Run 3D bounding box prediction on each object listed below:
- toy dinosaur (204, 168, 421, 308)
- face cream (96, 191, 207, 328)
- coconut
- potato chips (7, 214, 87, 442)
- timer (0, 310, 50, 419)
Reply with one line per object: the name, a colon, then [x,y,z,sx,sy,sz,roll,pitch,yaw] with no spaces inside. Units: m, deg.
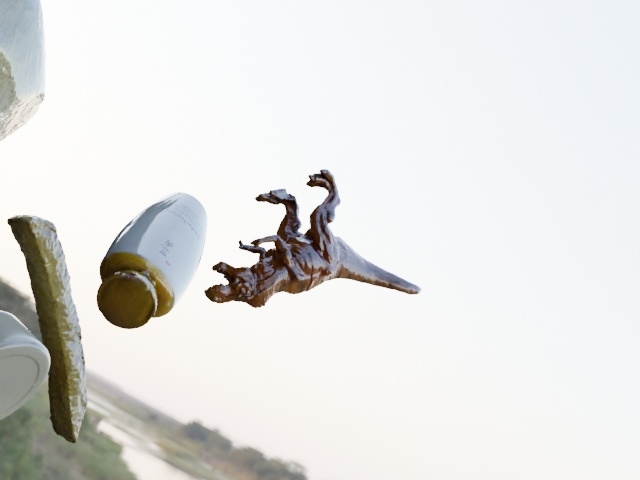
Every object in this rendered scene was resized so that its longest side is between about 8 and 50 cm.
toy dinosaur: [0.000,0.000,1.791,0.432,0.208,0.097,-6,-7,-37]
face cream: [-0.135,0.012,0.949,0.072,0.051,0.182,40,23,-9]
coconut: [-0.549,-0.282,1.631,0.346,0.360,0.346,-25,90,-83]
potato chips: [-0.387,0.119,1.676,0.057,0.080,0.407,12,-55,20]
timer: [-0.507,0.107,1.571,0.266,0.175,0.175,50,0,26]
